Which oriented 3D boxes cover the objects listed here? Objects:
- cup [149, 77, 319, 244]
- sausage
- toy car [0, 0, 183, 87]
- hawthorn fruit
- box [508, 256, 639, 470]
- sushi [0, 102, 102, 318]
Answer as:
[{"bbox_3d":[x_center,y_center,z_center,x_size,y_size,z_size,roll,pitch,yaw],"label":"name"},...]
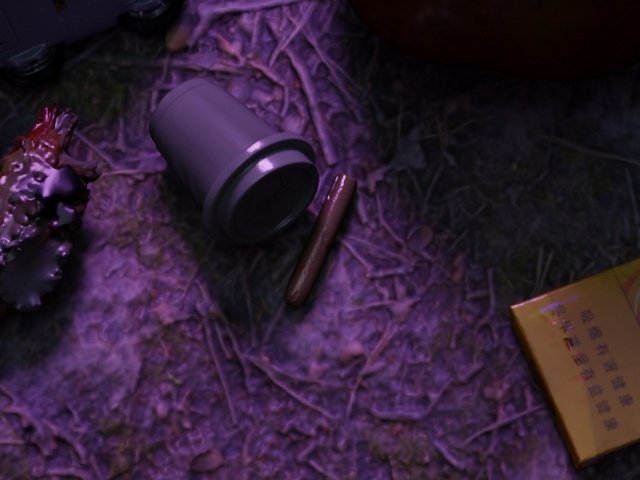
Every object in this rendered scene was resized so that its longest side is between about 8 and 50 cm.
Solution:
[{"bbox_3d":[-0.081,-0.076,1.356,0.120,0.120,0.141,-36,63,-10],"label":"cup"},{"bbox_3d":[0.000,0.000,1.367,0.024,0.024,0.132,20,71,10],"label":"sausage"},{"bbox_3d":[-0.263,-0.292,1.419,0.270,0.180,0.212,-27,60,-8],"label":"toy car"},{"bbox_3d":[0.170,-0.345,1.301,0.403,0.403,0.403,-1,69,3],"label":"hawthorn fruit"},{"bbox_3d":[0.313,0.078,1.309,0.269,0.043,0.152,-20,70,-4],"label":"box"},{"bbox_3d":[-0.258,-0.020,1.348,0.103,0.097,0.226,14,72,5],"label":"sushi"}]
